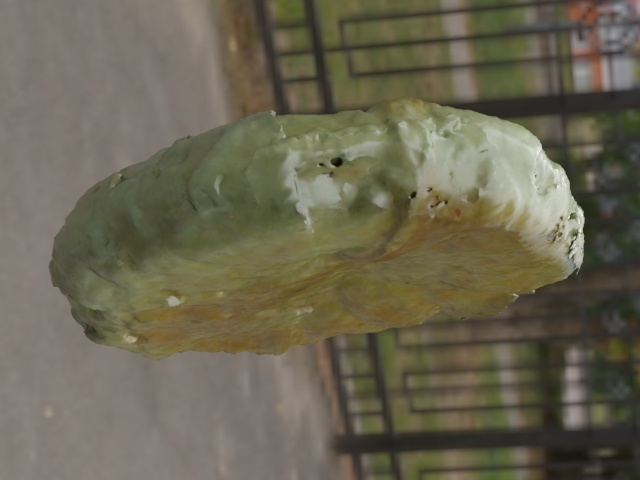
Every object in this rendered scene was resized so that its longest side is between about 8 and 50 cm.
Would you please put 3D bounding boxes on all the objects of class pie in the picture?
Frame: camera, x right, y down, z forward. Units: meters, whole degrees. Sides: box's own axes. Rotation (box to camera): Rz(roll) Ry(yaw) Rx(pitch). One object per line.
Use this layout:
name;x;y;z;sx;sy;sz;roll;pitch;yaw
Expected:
pie;0.000;0.000;0.932;0.306;0.306;0.071;49;34;-72
